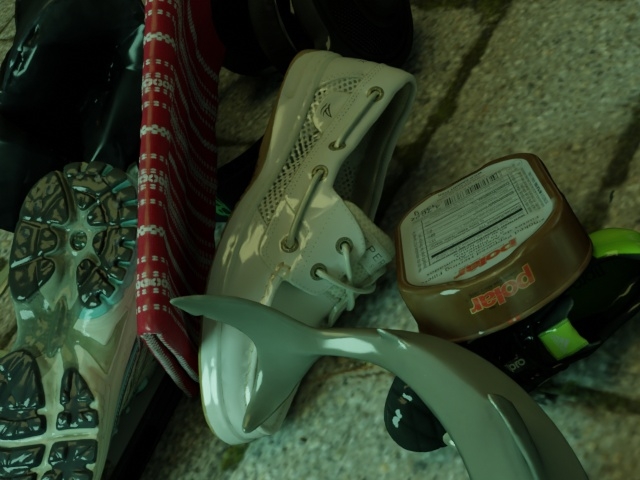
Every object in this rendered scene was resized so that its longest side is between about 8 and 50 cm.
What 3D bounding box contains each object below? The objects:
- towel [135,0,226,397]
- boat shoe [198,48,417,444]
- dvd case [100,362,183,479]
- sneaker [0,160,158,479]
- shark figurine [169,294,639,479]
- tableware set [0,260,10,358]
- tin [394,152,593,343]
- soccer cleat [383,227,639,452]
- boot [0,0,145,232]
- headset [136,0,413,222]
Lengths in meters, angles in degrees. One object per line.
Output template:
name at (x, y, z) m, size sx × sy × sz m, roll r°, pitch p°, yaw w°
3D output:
towel at (-0.087, -0.050, 0.710) m, size 0.031 × 0.199 × 0.275 m, roll -2°, pitch 71°, yaw 2°
boat shoe at (0.000, 0.000, 0.703) m, size 0.096 × 0.098 × 0.277 m, roll 8°, pitch 71°, yaw 22°
dvd case at (-0.204, 0.175, 0.773) m, size 0.180 × 0.022 × 0.253 m, roll -2°, pitch 50°, yaw 40°
sneaker at (-0.155, 0.098, 0.721) m, size 0.110 × 0.122 × 0.283 m, roll 15°, pitch 82°, yaw 21°
shark figurine at (0.063, 0.088, 0.512) m, size 0.166 × 0.116 × 0.278 m, roll -39°, pitch 57°, yaw -6°
tableware set at (-0.219, 0.082, 0.834) m, size 0.128 × 0.039 × 0.194 m, roll 18°, pitch 69°, yaw 35°
tin at (0.093, -0.001, 0.631) m, size 0.106 × 0.040 × 0.189 m, roll -32°, pitch 14°, yaw 12°
soccer cleat at (0.109, 0.054, 0.589) m, size 0.179 × 0.060 × 0.072 m, roll -38°, pitch 8°, yaw 1°
boot at (-0.197, -0.242, 0.918) m, size 0.146 × 0.367 × 0.445 m, roll 7°, pitch 23°, yaw -10°
headset at (-0.003, -0.188, 0.917) m, size 0.243 × 0.185 × 0.394 m, roll 21°, pitch 82°, yaw 52°
